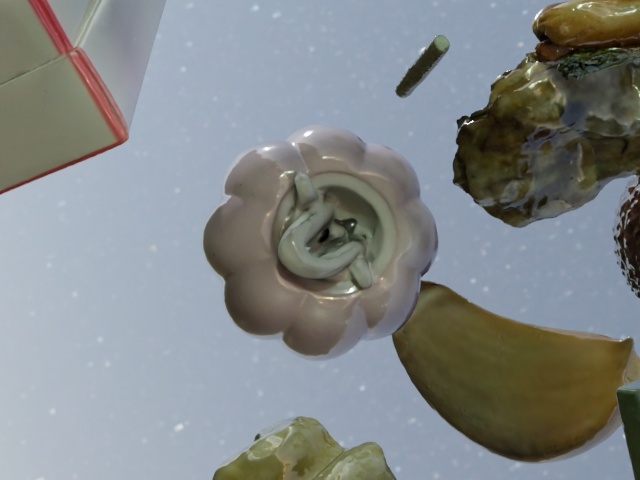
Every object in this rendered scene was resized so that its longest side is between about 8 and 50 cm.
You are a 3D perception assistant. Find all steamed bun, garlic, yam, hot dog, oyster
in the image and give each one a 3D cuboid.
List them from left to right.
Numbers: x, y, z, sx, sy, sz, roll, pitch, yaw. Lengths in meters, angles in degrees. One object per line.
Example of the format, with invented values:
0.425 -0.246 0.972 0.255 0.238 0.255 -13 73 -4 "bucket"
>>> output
-0.041 0.204 0.768 0.106 0.178 0.192 38 -30 38 "steamed bun"
0.098 -0.169 1.175 0.021 0.021 0.116 61 -22 9 "yam"
0.196 0.122 1.356 0.339 0.151 0.196 26 -58 26 "garlic"
0.170 -0.109 0.619 0.056 0.133 0.041 -125 -154 -82 "hot dog"
0.239 -0.110 0.737 0.128 0.345 0.078 59 7 -34 "oyster"

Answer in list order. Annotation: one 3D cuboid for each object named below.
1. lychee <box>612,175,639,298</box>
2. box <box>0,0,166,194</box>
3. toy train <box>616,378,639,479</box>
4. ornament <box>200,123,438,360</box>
0.507 0.000 1.577 0.260 0.261 0.260 48 -28 36 "lychee"
-0.332 -0.205 0.933 0.312 0.315 0.300 -91 157 -60 "box"
0.265 0.185 0.569 0.202 0.131 0.299 165 -87 -70 "toy train"
0.001 0.000 0.887 0.177 0.178 0.177 48 -28 36 "ornament"
